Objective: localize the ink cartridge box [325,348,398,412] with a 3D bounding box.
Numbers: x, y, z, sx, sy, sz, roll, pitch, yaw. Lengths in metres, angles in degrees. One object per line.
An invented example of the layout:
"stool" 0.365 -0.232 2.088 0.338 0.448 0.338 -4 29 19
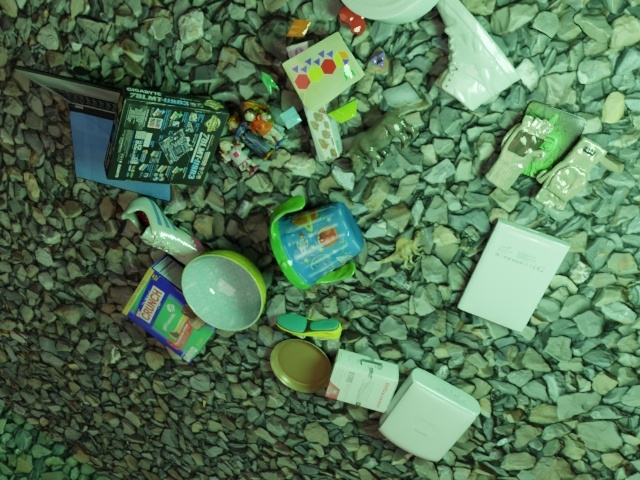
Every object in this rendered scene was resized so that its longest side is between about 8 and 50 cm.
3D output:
"ink cartridge box" 0.142 0.479 1.820 0.218 0.092 0.158 16 119 2

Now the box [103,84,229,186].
"box" -0.451 -0.291 1.550 0.295 0.293 0.073 -58 46 40

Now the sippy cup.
"sippy cup" 0.000 0.000 1.587 0.224 0.305 0.240 -24 77 16

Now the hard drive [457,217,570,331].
"hard drive" 0.551 0.105 1.543 0.203 0.040 0.307 21 120 8

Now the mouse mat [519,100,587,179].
"mouse mat" 0.576 -0.252 1.382 0.153 0.007 0.189 22 121 8

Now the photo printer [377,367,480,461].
"photo printer" 0.354 0.609 1.817 0.256 0.107 0.307 29 120 3

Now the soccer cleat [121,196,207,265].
"soccer cleat" -0.528 -0.004 1.794 0.331 0.143 0.116 44 120 -9

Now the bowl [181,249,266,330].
"bowl" -0.299 0.140 1.783 0.290 0.156 0.289 8 118 15

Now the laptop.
"laptop" -0.687 -0.316 1.656 0.382 0.408 0.236 15 85 11

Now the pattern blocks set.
"pattern blocks set" 0.010 -0.448 1.404 0.325 0.026 0.285 -21 110 3

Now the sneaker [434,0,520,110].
"sneaker" 0.333 -0.457 1.306 0.169 0.108 0.292 -37 100 26

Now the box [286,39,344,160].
"box" -0.011 -0.386 1.482 0.063 0.067 0.323 -9 113 22

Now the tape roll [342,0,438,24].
"tape roll" 0.166 -0.652 1.226 0.286 0.100 0.286 7 105 29

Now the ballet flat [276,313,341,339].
"ballet flat" -0.039 0.306 1.828 0.231 0.077 0.077 3 132 16

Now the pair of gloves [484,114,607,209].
"pair of gloves" 0.576 -0.201 1.379 0.240 0.042 0.204 24 117 4

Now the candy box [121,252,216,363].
"candy box" -0.518 0.249 1.931 0.317 0.122 0.268 39 121 -1

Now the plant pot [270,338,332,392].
"plant pot" -0.067 0.448 1.926 0.236 0.032 0.236 8 118 15

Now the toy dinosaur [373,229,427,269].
"toy dinosaur" 0.257 0.040 1.616 0.183 0.053 0.092 -40 82 22

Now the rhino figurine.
"rhino figurine" 0.147 -0.263 1.484 0.243 0.073 0.106 -35 104 31

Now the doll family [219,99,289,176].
"doll family" -0.199 -0.318 1.568 0.163 0.118 0.263 42 139 -12
